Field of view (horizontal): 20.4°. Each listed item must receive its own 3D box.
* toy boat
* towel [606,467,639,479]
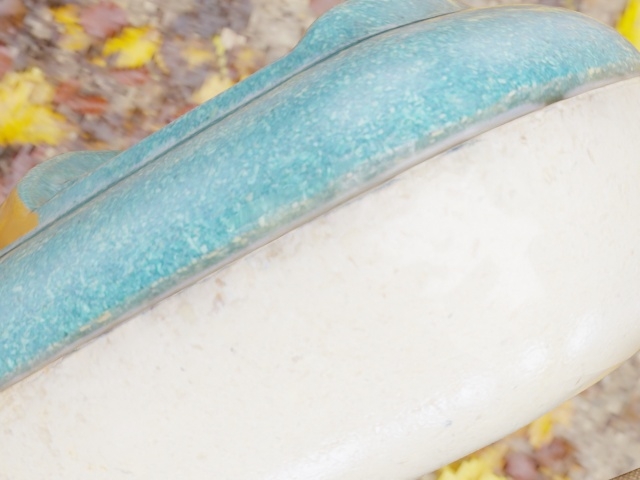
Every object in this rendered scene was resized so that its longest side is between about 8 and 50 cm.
[{"bbox_3d":[0.000,0.000,0.548,0.148,0.267,0.318,63,27,5],"label":"toy boat"},{"bbox_3d":[-0.019,0.251,0.561,0.370,0.040,0.271,-19,70,0],"label":"towel"}]
